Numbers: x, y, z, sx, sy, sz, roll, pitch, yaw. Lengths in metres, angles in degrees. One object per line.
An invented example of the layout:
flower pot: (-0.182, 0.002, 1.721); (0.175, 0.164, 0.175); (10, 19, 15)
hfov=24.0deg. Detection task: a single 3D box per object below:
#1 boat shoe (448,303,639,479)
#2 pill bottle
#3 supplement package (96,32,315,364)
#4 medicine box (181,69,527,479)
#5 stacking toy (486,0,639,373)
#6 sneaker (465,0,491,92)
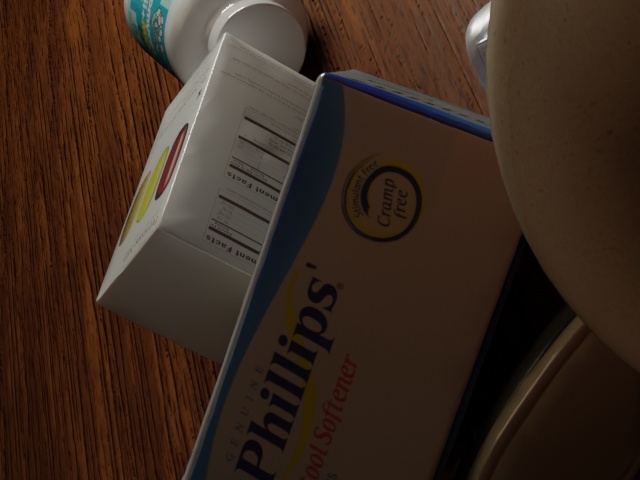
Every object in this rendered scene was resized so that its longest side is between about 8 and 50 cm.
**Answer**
boat shoe: (0.113, 0.153, 0.944); (0.099, 0.116, 0.319); (55, 131, 53)
pill bottle: (-0.102, -0.222, 1.528); (0.264, 0.146, 0.146); (41, 114, 61)
supplement package: (-0.085, -0.038, 1.343); (0.139, 0.133, 0.244); (-46, 23, 45)
medicine box: (0.036, 0.034, 0.993); (0.289, 0.149, 0.264); (-57, -14, -82)
stacking toy: (0.239, -0.150, 0.737); (0.480, 0.350, 0.351); (-88, 22, -67)
sneaker: (0.173, -0.157, 0.947); (0.091, 0.094, 0.258); (-21, 21, 31)
